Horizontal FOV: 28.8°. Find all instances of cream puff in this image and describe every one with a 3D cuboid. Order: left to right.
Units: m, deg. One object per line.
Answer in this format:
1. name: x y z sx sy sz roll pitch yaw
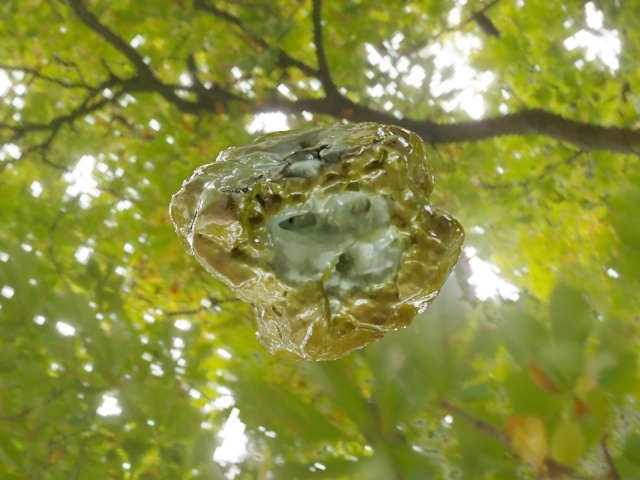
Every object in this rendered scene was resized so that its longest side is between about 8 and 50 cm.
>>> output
1. cream puff: -0.008 0.000 1.513 0.323 0.269 0.274 -14 -159 -7
